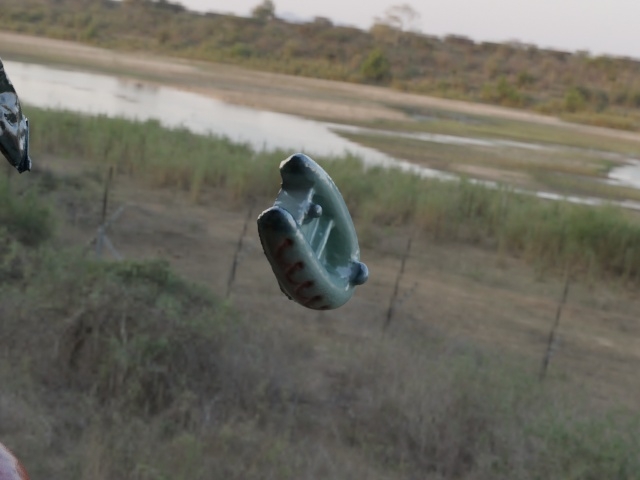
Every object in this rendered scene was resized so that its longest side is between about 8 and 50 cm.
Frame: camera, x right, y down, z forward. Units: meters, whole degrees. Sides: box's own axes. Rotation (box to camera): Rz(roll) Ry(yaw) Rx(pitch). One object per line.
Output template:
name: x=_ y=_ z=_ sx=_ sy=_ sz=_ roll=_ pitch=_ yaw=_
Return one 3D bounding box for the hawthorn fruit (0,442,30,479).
hawthorn fruit: x=-0.449 y=0.321 z=1.184 sx=0.287 sy=0.330 sz=0.287 roll=5 pitch=22 yaw=-2

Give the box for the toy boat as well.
toy boat: x=0.000 y=0.000 z=1.180 sx=0.079 sy=0.207 sz=0.134 roll=2 pitch=52 yaw=22

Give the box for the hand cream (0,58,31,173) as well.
hand cream: x=-0.365 y=-0.171 z=1.151 sx=0.052 sy=0.075 sz=0.248 roll=11 pitch=-27 yaw=15
